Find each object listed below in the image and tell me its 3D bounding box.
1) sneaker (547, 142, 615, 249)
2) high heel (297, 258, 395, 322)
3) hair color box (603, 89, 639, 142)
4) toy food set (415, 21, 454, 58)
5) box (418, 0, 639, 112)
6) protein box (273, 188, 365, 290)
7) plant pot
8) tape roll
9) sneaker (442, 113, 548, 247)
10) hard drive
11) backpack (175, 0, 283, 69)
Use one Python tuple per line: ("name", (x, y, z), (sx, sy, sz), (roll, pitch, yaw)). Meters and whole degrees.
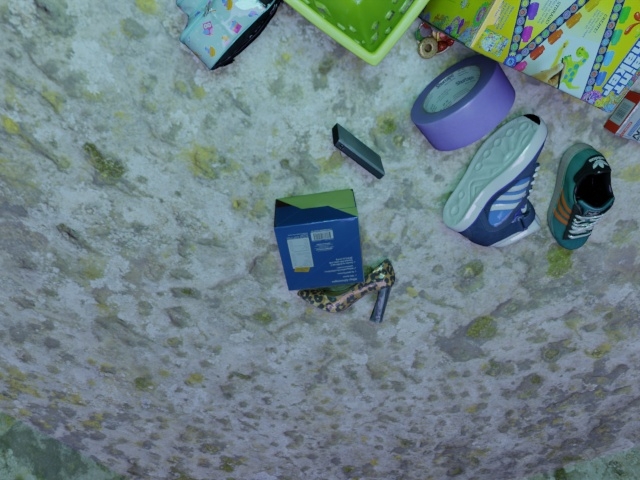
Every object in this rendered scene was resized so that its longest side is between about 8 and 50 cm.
("sneaker", (0.643, -0.080, 1.095), (0.108, 0.121, 0.301), (-12, 126, 7))
("high heel", (0.074, 0.117, 1.264), (0.262, 0.093, 0.186), (13, 103, 3))
("hair color box", (0.750, -0.266, 1.005), (0.168, 0.053, 0.093), (12, 124, -13))
("toy food set", (0.233, -0.413, 0.893), (0.084, 0.020, 0.082), (-13, 126, 8))
("box", (0.352, -0.382, 0.735), (0.280, 0.289, 0.176), (16, 122, -18))
("protein box", (0.000, 0.000, 1.118), (0.200, 0.135, 0.201), (-7, 126, 3))
("plant pot", (0.063, -0.466, 0.731), (0.228, 0.207, 0.227), (30, 119, -21))
("tape roll", (0.282, -0.276, 0.893), (0.189, 0.188, 0.080), (-37, 120, 22))
("sneaker", (0.470, -0.121, 1.069), (0.237, 0.130, 0.322), (18, 120, -27))
("hard drive", (0.085, -0.201, 0.998), (0.135, 0.094, 0.022), (33, 119, -24))
("backpack", (-0.172, -0.406, 0.791), (0.145, 0.165, 0.188), (34, 115, -23))
